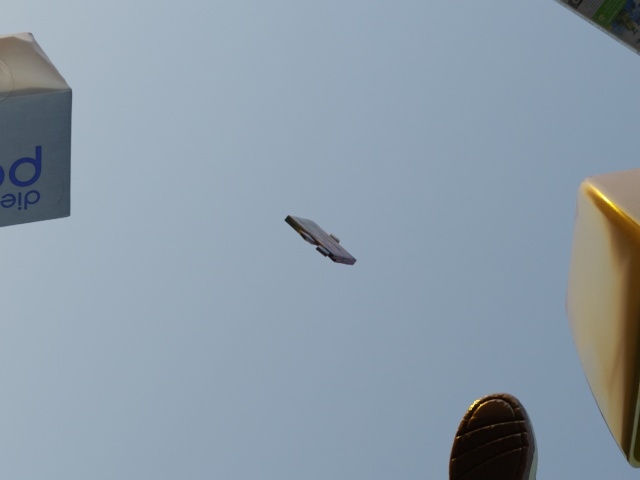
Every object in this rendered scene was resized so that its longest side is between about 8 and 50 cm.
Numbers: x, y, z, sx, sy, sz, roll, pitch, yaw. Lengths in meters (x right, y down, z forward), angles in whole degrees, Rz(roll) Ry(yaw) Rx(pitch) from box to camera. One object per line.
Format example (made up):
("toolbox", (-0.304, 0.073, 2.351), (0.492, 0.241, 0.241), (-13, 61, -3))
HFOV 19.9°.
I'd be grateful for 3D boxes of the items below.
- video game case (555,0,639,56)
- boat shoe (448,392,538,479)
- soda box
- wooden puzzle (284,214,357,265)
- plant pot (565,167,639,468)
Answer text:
("video game case", (0.247, -0.209, 1.399), (0.166, 0.015, 0.119), (36, -98, 16))
("boat shoe", (0.185, 0.287, 1.907), (0.095, 0.095, 0.257), (-6, -127, 18))
("soda box", (-0.302, -0.055, 1.132), (0.091, 0.286, 0.098), (-130, -142, -50))
("wooden puzzle", (0.000, 0.000, 1.379), (0.049, 0.083, 0.006), (42, -79, 20))
("plant pot", (0.319, 0.039, 1.563), (0.187, 0.212, 0.212), (-129, -146, -53))
